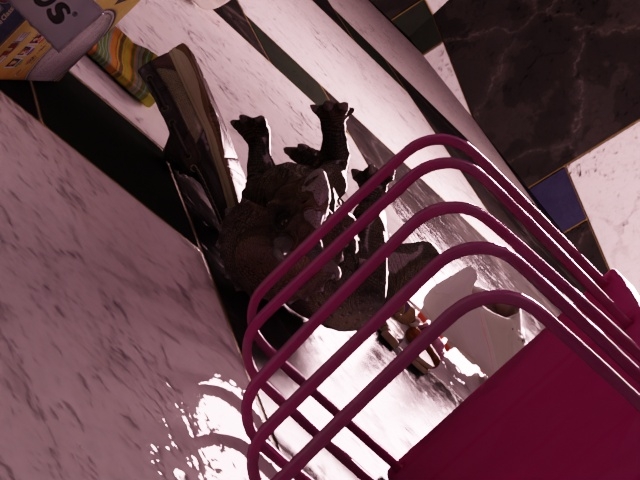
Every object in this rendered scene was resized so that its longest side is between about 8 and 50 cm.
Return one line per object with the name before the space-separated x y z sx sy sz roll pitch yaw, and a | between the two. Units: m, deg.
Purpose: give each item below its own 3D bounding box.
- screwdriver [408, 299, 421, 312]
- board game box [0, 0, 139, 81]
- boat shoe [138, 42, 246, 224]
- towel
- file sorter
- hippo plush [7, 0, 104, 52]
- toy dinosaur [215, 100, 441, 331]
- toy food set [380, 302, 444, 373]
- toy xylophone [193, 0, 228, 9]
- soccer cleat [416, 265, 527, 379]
screwdriver | 0.070 0.045 1.541 0.025 0.024 0.170 18 -13 40
board game box | -0.123 -0.197 1.060 0.042 0.243 0.165 48 11 4
boat shoe | -0.092 -0.070 1.247 0.056 0.049 0.152 46 23 -72
towel | -0.213 -0.199 1.312 0.237 0.021 0.102 43 11 -22
file sorter | 0.073 0.085 0.936 0.182 0.202 0.290 43 12 -16
hippo plush | -0.254 -0.144 0.631 0.294 0.234 0.236 43 36 4
toy dinosaur | 0.000 0.000 1.227 0.313 0.121 0.160 50 41 -62
toy food set | 0.081 0.080 1.458 0.078 0.019 0.122 45 11 -13
toy xylophone | -0.188 -0.381 1.880 0.236 0.081 0.322 36 16 -45
soccer cleat | 0.173 0.098 1.598 0.196 0.076 0.068 40 13 -34
